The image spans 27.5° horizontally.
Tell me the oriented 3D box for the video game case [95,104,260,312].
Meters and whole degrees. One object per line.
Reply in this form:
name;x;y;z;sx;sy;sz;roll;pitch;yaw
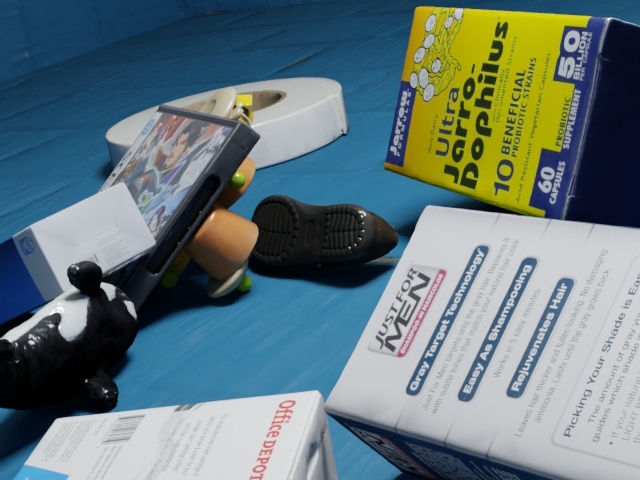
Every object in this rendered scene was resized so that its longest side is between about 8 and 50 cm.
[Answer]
video game case;-0.198;-0.038;1.471;0.248;0.035;0.275;-55;25;-7

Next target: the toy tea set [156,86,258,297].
toy tea set;-0.125;-0.025;1.524;0.200;0.124;0.336;-41;27;23

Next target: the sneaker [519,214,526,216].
sneaker;0.170;0.029;1.256;0.166;0.065;0.076;-22;36;-21

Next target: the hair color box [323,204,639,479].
hair color box;0.181;0.088;0.822;0.347;0.105;0.174;9;65;48

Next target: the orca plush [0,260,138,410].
orca plush;-0.218;0.103;1.170;0.102;0.151;0.287;32;1;10

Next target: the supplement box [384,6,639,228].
supplement box;0.244;-0.127;1.360;0.195;0.194;0.356;8;7;-26

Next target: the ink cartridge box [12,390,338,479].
ink cartridge box;-0.099;0.177;0.883;0.203;0.086;0.148;-7;18;12

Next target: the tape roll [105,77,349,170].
tape roll;-0.148;-0.181;2.100;0.392;0.072;0.392;-11;16;3

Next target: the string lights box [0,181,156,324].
string lights box;-0.307;0.034;1.367;0.259;0.077;0.133;-23;5;42

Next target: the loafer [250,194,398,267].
loafer;0.000;0.000;1.440;0.078;0.080;0.220;17;-5;-38
